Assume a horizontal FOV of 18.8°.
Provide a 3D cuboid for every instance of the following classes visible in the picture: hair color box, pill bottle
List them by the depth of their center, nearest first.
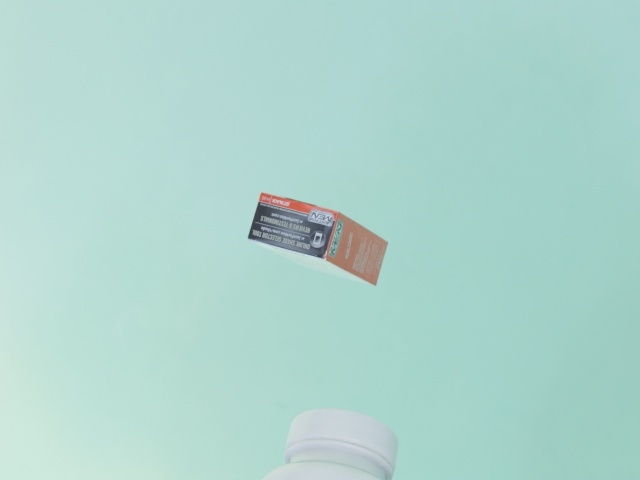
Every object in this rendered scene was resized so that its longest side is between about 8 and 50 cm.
[{"bbox_3d":[0.001,0.192,1.169,0.094,0.169,0.094,9,150,5],"label":"pill bottle"},{"bbox_3d":[0.000,0.000,1.586,0.072,0.043,0.141,15,176,20],"label":"hair color box"}]
